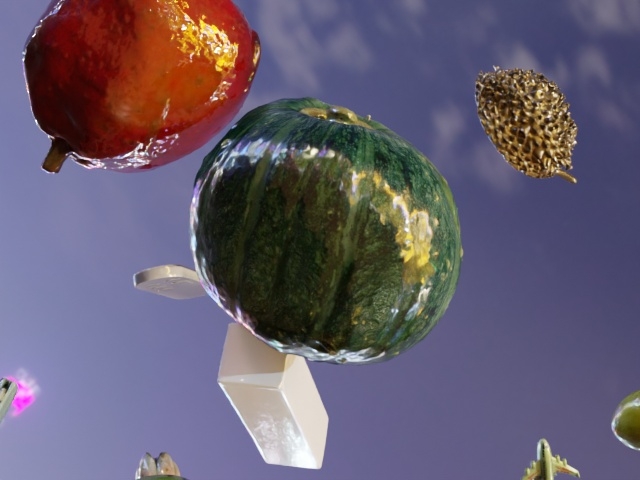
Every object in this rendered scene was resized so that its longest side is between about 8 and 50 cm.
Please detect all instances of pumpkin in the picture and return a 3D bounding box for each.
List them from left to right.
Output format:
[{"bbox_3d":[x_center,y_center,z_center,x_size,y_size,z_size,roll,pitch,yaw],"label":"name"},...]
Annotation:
[{"bbox_3d":[0.000,0.000,1.107,0.293,0.197,0.263,22,-80,4],"label":"pumpkin"}]

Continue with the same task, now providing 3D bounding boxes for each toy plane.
[{"bbox_3d":[0.349,0.356,1.692,0.040,0.102,0.111,-146,-136,-74],"label":"toy plane"}]

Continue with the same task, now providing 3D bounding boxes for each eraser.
[{"bbox_3d":[-0.053,0.199,1.353,0.078,0.076,0.298,4,-29,12],"label":"eraser"}]

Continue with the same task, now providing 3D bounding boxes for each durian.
[{"bbox_3d":[0.273,-0.149,1.363,0.091,0.148,0.188,-32,-77,29],"label":"durian"}]

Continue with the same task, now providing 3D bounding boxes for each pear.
[{"bbox_3d":[0.545,0.294,1.799,0.131,0.107,0.107,-30,-80,38],"label":"pear"}]

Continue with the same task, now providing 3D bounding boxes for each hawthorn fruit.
[{"bbox_3d":[-0.232,-0.200,1.328,0.265,0.307,0.265,39,-3,2],"label":"hawthorn fruit"}]

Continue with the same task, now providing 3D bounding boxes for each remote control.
[{"bbox_3d":[-0.217,0.065,1.669,0.077,0.245,0.022,-12,-101,9],"label":"remote control"}]

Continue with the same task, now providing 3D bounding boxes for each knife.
[{"bbox_3d":[-0.388,0.223,1.241,0.023,0.162,0.044,23,-42,-1],"label":"knife"}]

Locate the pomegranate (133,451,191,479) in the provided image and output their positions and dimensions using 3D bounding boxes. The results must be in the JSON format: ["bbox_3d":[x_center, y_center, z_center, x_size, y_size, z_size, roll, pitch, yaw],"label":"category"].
[{"bbox_3d":[-0.174,0.319,1.174,0.209,0.180,0.180,-110,-166,-48],"label":"pomegranate"}]
